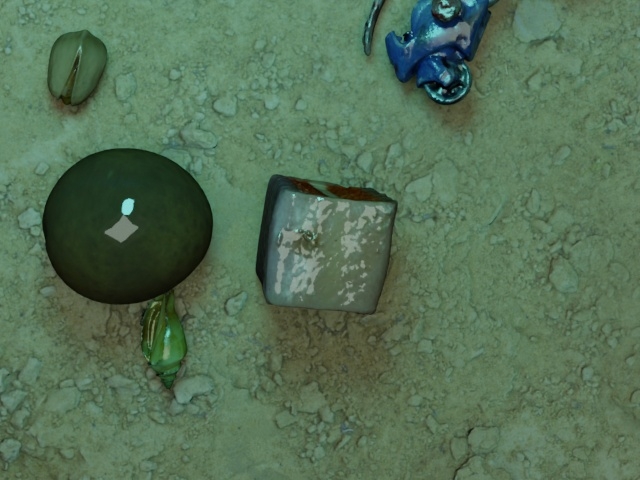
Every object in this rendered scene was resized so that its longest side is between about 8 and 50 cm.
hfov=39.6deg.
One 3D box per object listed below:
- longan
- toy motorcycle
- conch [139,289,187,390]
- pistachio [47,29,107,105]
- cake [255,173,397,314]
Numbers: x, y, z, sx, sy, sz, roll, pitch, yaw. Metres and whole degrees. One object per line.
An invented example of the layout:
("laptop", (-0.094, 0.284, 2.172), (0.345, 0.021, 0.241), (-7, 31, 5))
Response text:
("longan", (-0.365, -0.029, 1.696), (0.318, 0.319, 0.319), (-1, 97, -5))
("toy motorcycle", (0.228, -0.440, 1.782), (0.182, 0.241, 0.319), (22, 88, -48))
("conch", (-0.324, 0.209, 1.833), (0.094, 0.079, 0.201), (-14, 81, 9))
("pistachio", (-0.476, -0.336, 1.734), (0.113, 0.113, 0.149), (13, 92, -7))
("cake", (0.000, 0.000, 1.726), (0.237, 0.309, 0.230), (10, 101, -10))
